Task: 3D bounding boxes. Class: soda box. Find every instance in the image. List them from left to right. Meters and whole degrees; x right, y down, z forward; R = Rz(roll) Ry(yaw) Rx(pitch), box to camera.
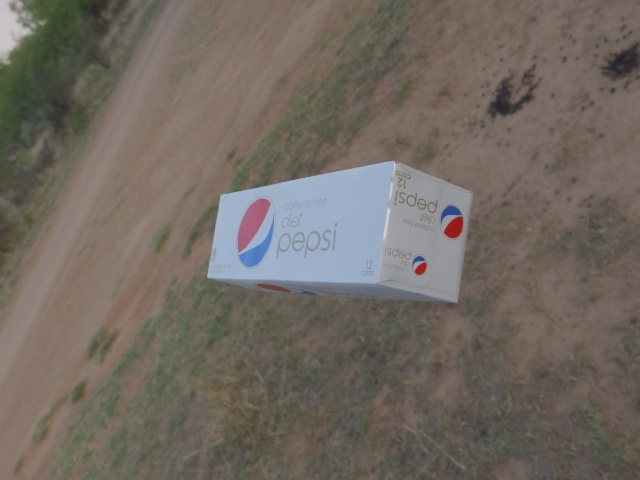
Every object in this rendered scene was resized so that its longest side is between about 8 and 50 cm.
[{"bbox_3d":[0.000,0.000,0.459,0.216,0.069,0.074,-4,74,55],"label":"soda box"}]
